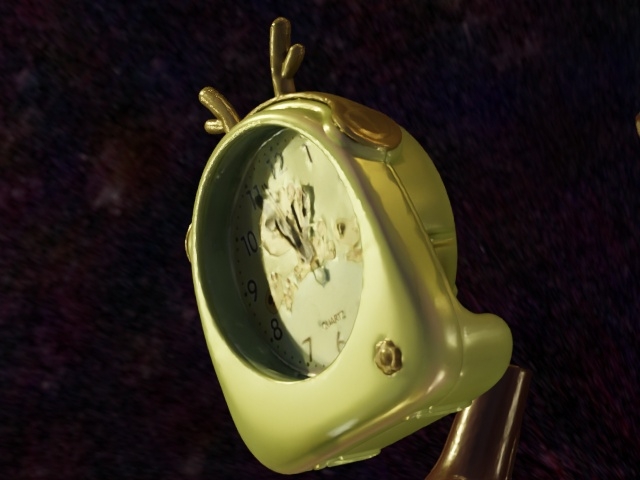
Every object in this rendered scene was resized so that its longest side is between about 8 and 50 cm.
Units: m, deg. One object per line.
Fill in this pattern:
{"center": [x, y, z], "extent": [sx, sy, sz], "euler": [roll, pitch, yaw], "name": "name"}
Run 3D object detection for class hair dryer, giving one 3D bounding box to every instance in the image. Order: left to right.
{"center": [0.115, 0.241, 1.595], "extent": [0.123, 0.340, 0.313], "euler": [14, 80, 17], "name": "hair dryer"}

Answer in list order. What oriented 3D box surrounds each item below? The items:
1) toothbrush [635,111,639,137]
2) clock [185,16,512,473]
{"center": [0.346, 0.041, 1.500], "extent": [0.040, 0.041, 0.364], "euler": [-22, 65, 7], "name": "toothbrush"}
{"center": [0.000, 0.000, 1.246], "extent": [0.235, 0.096, 0.308], "euler": [-35, 70, 47], "name": "clock"}
